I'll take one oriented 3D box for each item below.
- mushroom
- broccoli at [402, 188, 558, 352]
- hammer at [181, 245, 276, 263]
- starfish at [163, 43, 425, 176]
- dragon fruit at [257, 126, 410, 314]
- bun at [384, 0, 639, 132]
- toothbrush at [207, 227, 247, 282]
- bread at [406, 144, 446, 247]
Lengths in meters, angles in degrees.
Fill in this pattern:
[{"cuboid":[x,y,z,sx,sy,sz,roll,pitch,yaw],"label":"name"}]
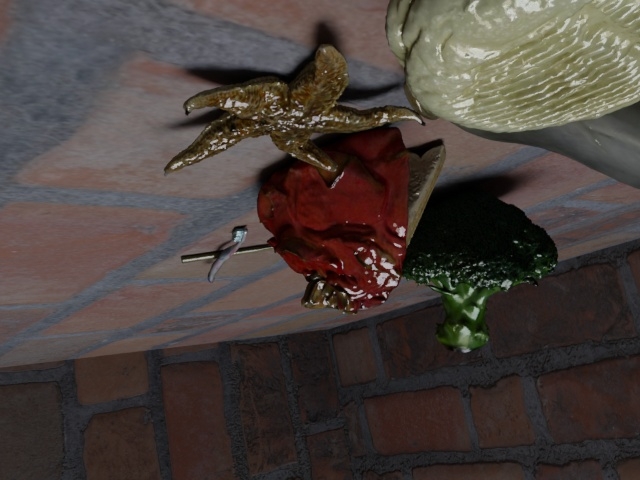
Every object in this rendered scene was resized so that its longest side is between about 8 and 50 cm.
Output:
[{"cuboid":[0.241,-0.111,0.539,0.351,0.097,0.109,20,-177,22],"label":"mushroom"},{"cuboid":[0.282,0.048,1.119,0.297,0.298,0.297,-5,-157,2],"label":"broccoli"},{"cuboid":[-0.176,0.026,1.200,0.198,0.013,0.062,-8,166,-13],"label":"hammer"},{"cuboid":[-0.028,-0.121,0.603,0.277,0.062,0.236,-7,166,-1],"label":"starfish"},{"cuboid":[0.000,0.000,0.819,0.151,0.205,0.317,-6,165,-20],"label":"dragon fruit"},{"cuboid":[0.149,-0.165,0.409,0.220,0.134,0.220,-4,165,-1],"label":"bun"},{"cuboid":[-0.183,0.032,1.155,0.027,0.021,0.269,9,153,-20],"label":"toothbrush"},{"cuboid":[0.135,-0.050,0.851,0.105,0.152,0.077,-9,168,12],"label":"bread"}]
